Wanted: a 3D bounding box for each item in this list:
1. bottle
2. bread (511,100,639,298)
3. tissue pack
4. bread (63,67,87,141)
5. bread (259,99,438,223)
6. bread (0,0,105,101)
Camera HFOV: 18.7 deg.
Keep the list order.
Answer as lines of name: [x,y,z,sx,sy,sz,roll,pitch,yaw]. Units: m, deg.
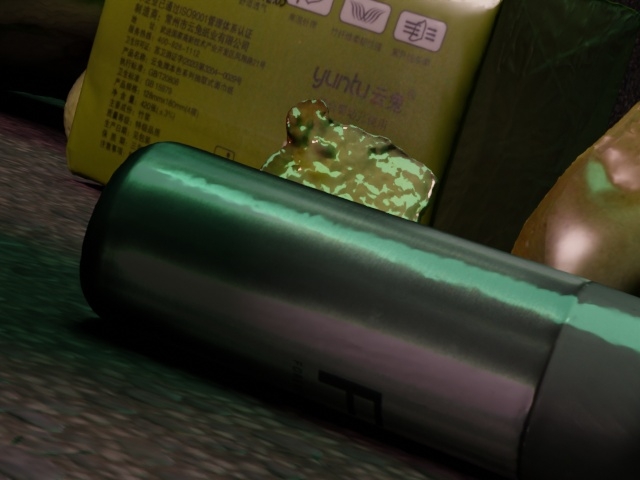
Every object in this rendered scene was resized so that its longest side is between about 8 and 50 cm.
bottle: [0.035,0.035,0.733,0.253,0.079,0.096,19,-10,17]
bread: [0.143,0.012,0.959,0.110,0.156,0.103,-10,31,-33]
tissue pack: [0.014,-0.084,1.142,0.274,0.200,0.167,23,10,37]
bread: [-0.101,-0.089,1.329,0.129,0.111,0.114,18,-4,-40]
bread: [0.000,0.000,0.815,0.084,0.109,0.080,23,4,9]
bread: [-0.185,-0.191,1.473,0.382,0.129,0.366,7,-8,-18]
